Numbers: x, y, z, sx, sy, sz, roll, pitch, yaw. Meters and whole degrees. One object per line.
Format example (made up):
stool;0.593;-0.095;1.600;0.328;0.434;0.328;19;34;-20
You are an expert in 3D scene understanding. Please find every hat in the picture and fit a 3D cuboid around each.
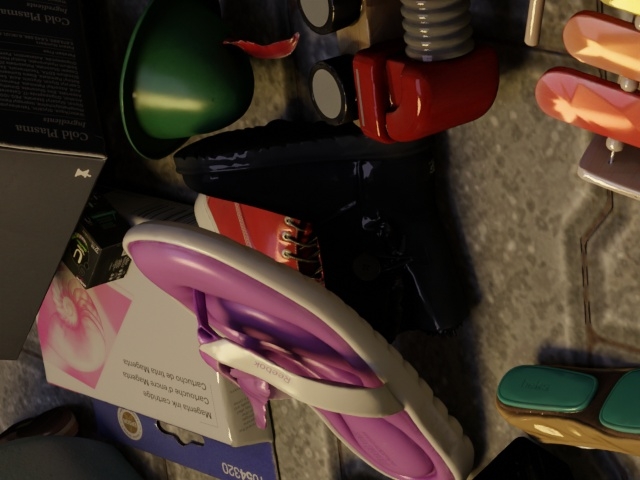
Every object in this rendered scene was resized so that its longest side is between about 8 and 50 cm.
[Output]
hat;-0.064;-0.137;1.791;0.183;0.208;0.173;15;110;22

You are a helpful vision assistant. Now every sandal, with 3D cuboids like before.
sandal;-0.012;0.125;1.738;0.416;0.102;0.169;39;151;-29

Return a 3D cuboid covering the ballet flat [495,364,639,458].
ballet flat;0.247;0.145;1.650;0.232;0.080;0.073;6;142;50

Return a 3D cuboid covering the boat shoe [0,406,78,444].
boat shoe;-0.327;0.247;2.375;0.072;0.068;0.190;56;153;-8

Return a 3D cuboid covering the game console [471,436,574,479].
game console;0.200;0.364;1.722;0.213;0.044;0.361;122;137;-58

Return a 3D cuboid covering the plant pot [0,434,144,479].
plant pot;-0.302;0.368;2.248;0.248;0.252;0.247;45;137;24

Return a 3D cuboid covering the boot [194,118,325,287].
boot;-0.015;0.016;1.864;0.176;0.088;0.244;-41;74;49

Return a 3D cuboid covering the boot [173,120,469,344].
boot;0.000;0.000;1.769;0.246;0.094;0.207;-5;107;15

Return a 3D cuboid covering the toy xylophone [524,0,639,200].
toy xylophone;0.247;-0.175;1.412;0.236;0.081;0.323;14;124;23

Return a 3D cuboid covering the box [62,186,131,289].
box;-0.236;-0.004;2.032;0.083;0.052;0.062;47;133;25

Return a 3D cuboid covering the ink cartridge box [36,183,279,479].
ink cartridge box;-0.191;0.109;2.132;0.324;0.071;0.330;12;116;46

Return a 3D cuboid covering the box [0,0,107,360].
box;-0.366;-0.102;2.027;0.343;0.179;0.312;120;145;-44

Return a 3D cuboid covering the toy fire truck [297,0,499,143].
toy fire truck;0.112;-0.187;1.578;0.246;0.158;0.217;23;126;54
